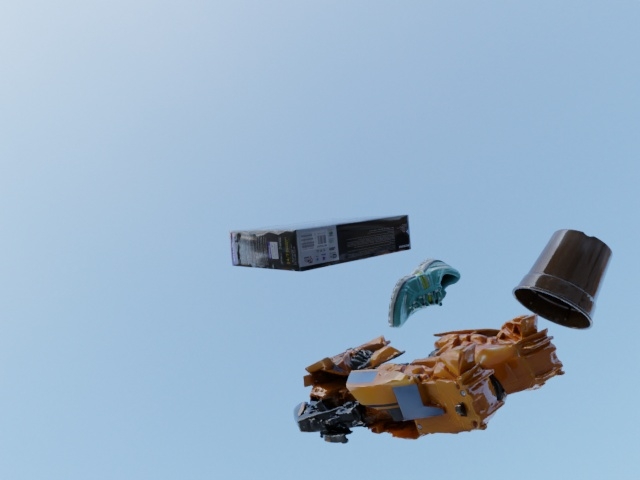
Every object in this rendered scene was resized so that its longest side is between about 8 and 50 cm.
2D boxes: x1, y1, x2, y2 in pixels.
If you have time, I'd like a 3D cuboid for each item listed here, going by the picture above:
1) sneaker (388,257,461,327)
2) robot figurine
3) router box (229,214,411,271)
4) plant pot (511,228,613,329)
[{"bbox_3d":[0.272,0.137,1.345,0.110,0.275,0.107,22,-44,36],"label":"sneaker"},{"bbox_3d":[0.094,0.151,0.560,0.291,0.211,0.085,-23,-99,51],"label":"robot figurine"},{"bbox_3d":[0.000,0.000,1.081,0.243,0.308,0.081,0,-83,51],"label":"router box"},{"bbox_3d":[0.522,0.077,1.076,0.167,0.167,0.165,34,-103,-3],"label":"plant pot"}]
